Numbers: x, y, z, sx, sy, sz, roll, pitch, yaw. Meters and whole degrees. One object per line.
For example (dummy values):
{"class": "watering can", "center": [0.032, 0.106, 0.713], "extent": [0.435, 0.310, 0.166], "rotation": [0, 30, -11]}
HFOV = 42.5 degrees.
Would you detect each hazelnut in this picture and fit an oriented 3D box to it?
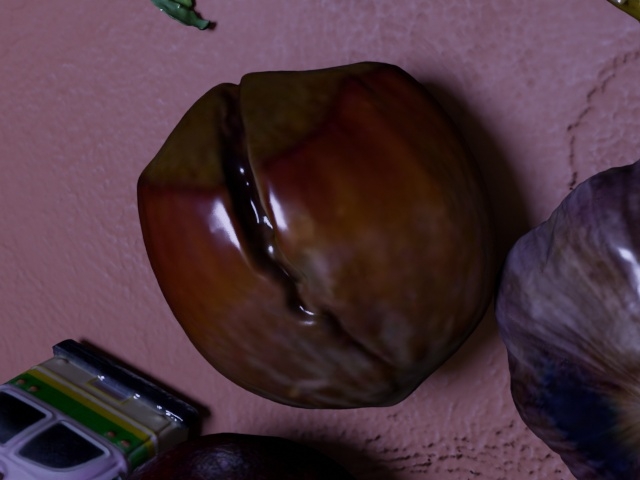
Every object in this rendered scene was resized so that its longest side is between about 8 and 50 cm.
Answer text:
{"class": "hazelnut", "center": [-0.001, 0.000, 0.506], "extent": [0.212, 0.181, 0.181], "rotation": [-24, 50, 15]}

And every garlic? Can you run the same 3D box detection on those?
{"class": "garlic", "center": [0.208, 0.056, 0.443], "extent": [0.245, 0.160, 0.245], "rotation": [8, 106, 30]}

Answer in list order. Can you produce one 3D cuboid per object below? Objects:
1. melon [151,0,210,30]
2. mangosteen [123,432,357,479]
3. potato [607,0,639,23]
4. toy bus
{"class": "melon", "center": [-0.129, -0.276, 0.586], "extent": [0.114, 0.053, 0.261], "rotation": [-15, 99, 6]}
{"class": "mangosteen", "center": [-0.034, 0.245, 0.526], "extent": [0.261, 0.235, 0.235], "rotation": [1, 104, 59]}
{"class": "potato", "center": [0.250, -0.153, 0.391], "extent": [0.300, 0.140, 0.173], "rotation": [29, 113, 12]}
{"class": "toy bus", "center": [-0.229, 0.258, 0.657], "extent": [0.143, 0.179, 0.305], "rotation": [25, 110, 16]}
